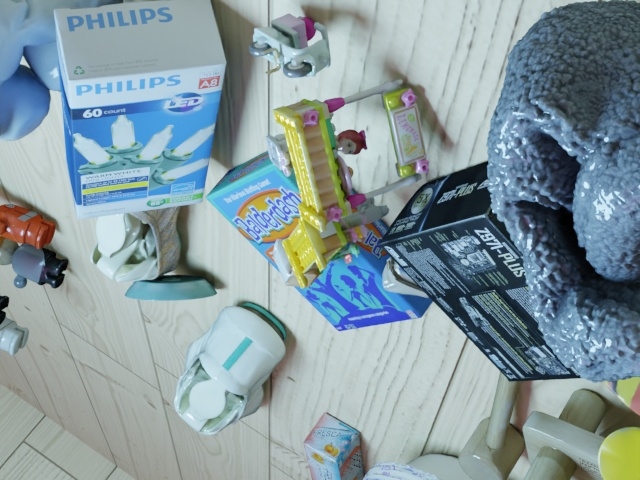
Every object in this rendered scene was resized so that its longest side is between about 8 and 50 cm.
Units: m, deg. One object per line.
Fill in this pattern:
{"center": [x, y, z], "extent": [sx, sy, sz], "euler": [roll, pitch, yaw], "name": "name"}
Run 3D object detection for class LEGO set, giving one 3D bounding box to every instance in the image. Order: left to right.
{"center": [0.021, -0.049, 0.869], "extent": [0.132, 0.107, 0.287], "euler": [54, 159, 41], "name": "LEGO set"}

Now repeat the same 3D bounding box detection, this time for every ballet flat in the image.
{"center": [-0.229, -0.012, 1.249], "extent": [0.107, 0.106, 0.316], "euler": [34, 154, 8], "name": "ballet flat"}
{"center": [-0.147, 0.204, 1.468], "extent": [0.139, 0.139, 0.400], "euler": [37, 154, 3], "name": "ballet flat"}

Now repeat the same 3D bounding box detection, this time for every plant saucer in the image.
{"center": [-0.194, 0.060, 1.350], "extent": [0.119, 0.119, 0.021], "euler": [6, 99, 47], "name": "plant saucer"}

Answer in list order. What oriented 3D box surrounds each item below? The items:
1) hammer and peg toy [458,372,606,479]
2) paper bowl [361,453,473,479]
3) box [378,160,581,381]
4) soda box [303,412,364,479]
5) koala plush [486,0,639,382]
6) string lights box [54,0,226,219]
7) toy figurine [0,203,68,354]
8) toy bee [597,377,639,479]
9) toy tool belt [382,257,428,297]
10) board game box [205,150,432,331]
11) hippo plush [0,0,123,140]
{"center": [0.278, 0.263, 1.020], "extent": [0.361, 0.127, 0.266], "euler": [21, 149, 32], "name": "hammer and peg toy"}
{"center": [0.173, 0.386, 1.332], "extent": [0.284, 0.148, 0.284], "euler": [30, 154, 17], "name": "paper bowl"}
{"center": [0.162, 0.027, 0.844], "extent": [0.180, 0.077, 0.147], "euler": [45, 153, -15], "name": "box"}
{"center": [0.022, 0.327, 1.531], "extent": [0.063, 0.058, 0.183], "euler": [27, 153, 22], "name": "soda box"}
{"center": [0.218, -0.044, 0.543], "extent": [0.221, 0.196, 0.203], "euler": [-1, 124, 58], "name": "koala plush"}
{"center": [-0.170, -0.116, 0.964], "extent": [0.260, 0.133, 0.077], "euler": [113, 145, -64], "name": "string lights box"}
{"center": [-0.501, 0.051, 1.580], "extent": [0.148, 0.213, 0.209], "euler": [21, 156, 7], "name": "toy figurine"}
{"center": [0.256, 0.085, 0.715], "extent": [0.162, 0.195, 0.298], "euler": [47, -179, 34], "name": "toy bee"}
{"center": [0.100, 0.025, 0.952], "extent": [0.083, 0.052, 0.051], "euler": [7, 126, -7], "name": "toy tool belt"}
{"center": [0.000, 0.000, 1.042], "extent": [0.210, 0.047, 0.160], "euler": [46, 152, -14], "name": "board game box"}
{"center": [-0.354, -0.211, 0.919], "extent": [0.236, 0.294, 0.234], "euler": [46, 128, 5], "name": "hippo plush"}
